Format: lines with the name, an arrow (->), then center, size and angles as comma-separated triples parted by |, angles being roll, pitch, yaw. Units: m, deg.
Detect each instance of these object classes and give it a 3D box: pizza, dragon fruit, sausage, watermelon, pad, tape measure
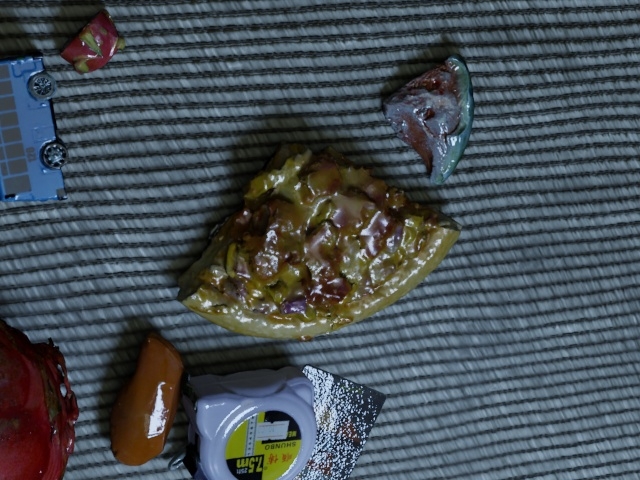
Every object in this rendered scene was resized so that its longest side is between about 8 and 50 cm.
pizza -> 0.000, 0.000, 1.722 | 0.408, 0.114, 0.278 | -9, 108, -18
dragon fruit -> -0.284, -0.247, 1.603 | 0.083, 0.060, 0.056 | -43, 107, -8
sausage -> -0.229, 0.214, 1.697 | 0.089, 0.089, 0.179 | 15, 99, -20
dragon fruit -> -0.456, 0.223, 1.527 | 0.301, 0.295, 0.296 | 19, 95, -30
watermelon -> 0.153, -0.168, 1.757 | 0.139, 0.071, 0.187 | 5, 100, -14
pad -> -0.006, 0.295, 1.829 | 0.142, 0.003, 0.211 | 23, 93, -21
tape measure -> -0.102, 0.258, 1.734 | 0.196, 0.105, 0.179 | 0, 110, -28

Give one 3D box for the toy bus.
toy bus -> -0.373, -0.137, 1.582 | 0.106, 0.090, 0.185 | -11, 102, -15
